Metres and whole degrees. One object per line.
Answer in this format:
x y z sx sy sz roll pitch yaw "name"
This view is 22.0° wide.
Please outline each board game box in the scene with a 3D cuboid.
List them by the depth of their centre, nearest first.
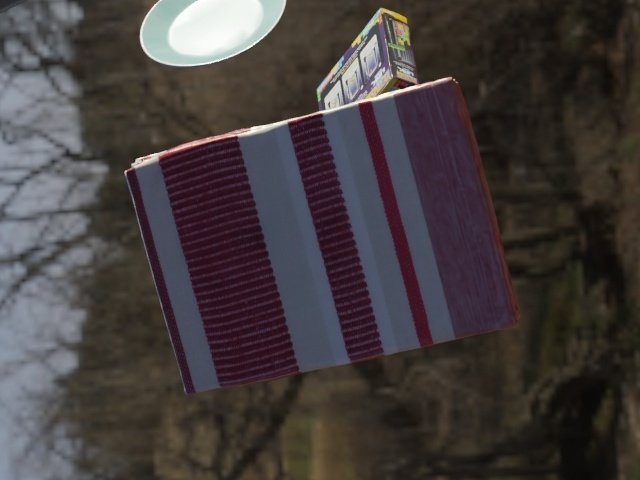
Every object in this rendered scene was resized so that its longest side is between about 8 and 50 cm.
0.063 -0.206 2.226 0.170 0.048 0.141 -49 35 38 "board game box"

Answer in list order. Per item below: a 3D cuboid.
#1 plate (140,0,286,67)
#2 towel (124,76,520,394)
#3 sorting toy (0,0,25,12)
-0.129 -0.267 2.016 0.188 0.188 0.024 -97 -11 -47 "plate"
0.000 0.000 1.529 0.037 0.329 0.237 -32 -71 -75 "towel"
-0.239 -0.201 1.047 0.307 0.229 0.041 -15 81 40 "sorting toy"
